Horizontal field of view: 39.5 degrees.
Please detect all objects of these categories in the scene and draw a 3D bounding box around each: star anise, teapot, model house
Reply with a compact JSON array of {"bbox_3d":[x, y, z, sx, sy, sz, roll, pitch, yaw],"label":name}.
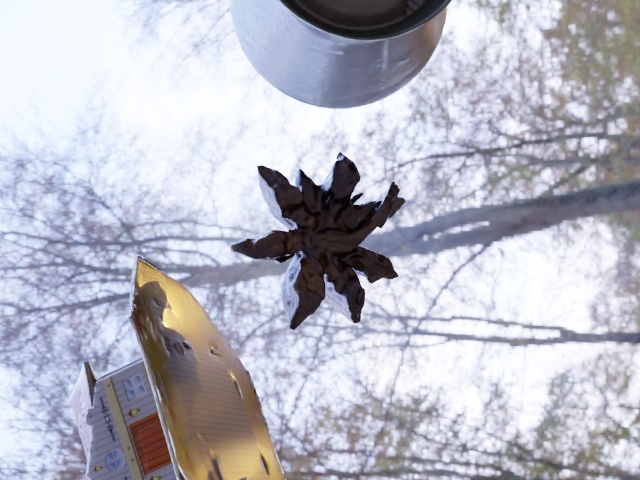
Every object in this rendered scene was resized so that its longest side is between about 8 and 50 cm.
[{"bbox_3d":[0.000,-0.001,0.777,0.167,0.057,0.168,-1,-87,-17],"label":"star anise"},{"bbox_3d":[0.007,-0.283,0.907,0.344,0.300,0.253,-154,82,-86],"label":"teapot"},{"bbox_3d":[-0.136,0.144,0.676,0.219,0.135,0.207,66,-170,17],"label":"model house"}]
